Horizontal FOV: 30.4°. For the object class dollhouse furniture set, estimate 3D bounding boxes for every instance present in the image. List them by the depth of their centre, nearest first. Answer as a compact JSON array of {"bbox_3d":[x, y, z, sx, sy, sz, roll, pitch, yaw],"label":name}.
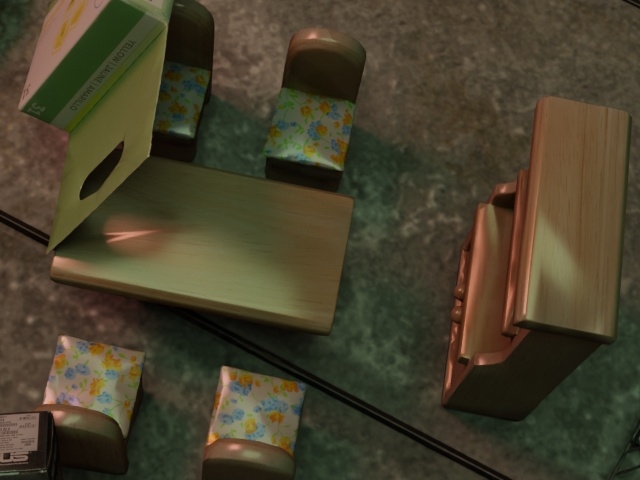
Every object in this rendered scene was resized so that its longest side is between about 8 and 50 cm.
[{"bbox_3d":[0.000,0.000,0.897,0.394,0.256,0.362,11,66,-2],"label":"dollhouse furniture set"}]

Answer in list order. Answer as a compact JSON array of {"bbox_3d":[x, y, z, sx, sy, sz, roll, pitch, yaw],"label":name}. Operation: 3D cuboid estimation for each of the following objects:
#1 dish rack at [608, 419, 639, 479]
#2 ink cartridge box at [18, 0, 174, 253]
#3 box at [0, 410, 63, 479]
[{"bbox_3d":[0.304,0.252,0.926,0.208,0.074,0.272,33,67,7],"label":"dish rack"},{"bbox_3d":[-0.173,-0.129,0.895,0.056,0.171,0.235,25,52,-26],"label":"ink cartridge box"},{"bbox_3d":[-0.293,0.205,0.816,0.230,0.183,0.056,-3,41,-7],"label":"box"}]
